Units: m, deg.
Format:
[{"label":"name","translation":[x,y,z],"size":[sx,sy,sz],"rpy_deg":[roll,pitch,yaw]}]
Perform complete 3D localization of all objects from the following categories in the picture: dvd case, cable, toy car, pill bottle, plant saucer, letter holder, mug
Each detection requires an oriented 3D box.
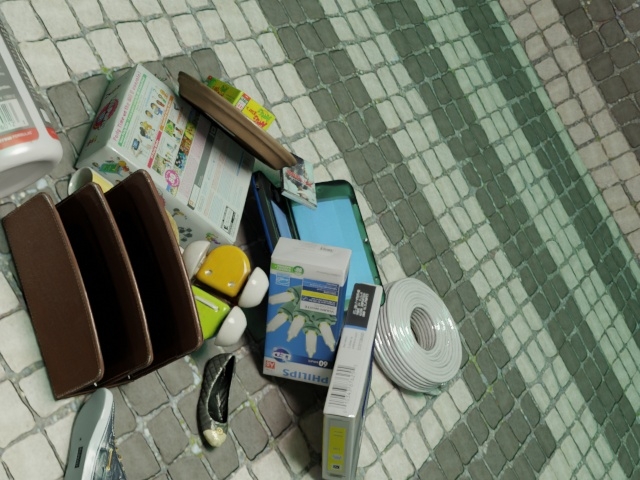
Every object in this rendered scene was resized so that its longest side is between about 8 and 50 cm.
[{"label":"dvd case","translation":[-0.046,-0.123,2.002],"size":[0.087,0.013,0.119],"rpy_deg":[27,43,-34]},{"label":"cable","translation":[0.204,0.208,2.215],"size":[0.257,0.089,0.257],"rpy_deg":[11,60,-47]},{"label":"toy car","translation":[-0.190,0.100,1.764],"size":[0.159,0.136,0.182],"rpy_deg":[28,69,1]},{"label":"pill bottle","translation":[-0.546,-0.242,1.478],"size":[0.210,0.210,0.363],"rpy_deg":[-23,86,-54]},{"label":"plant saucer","translation":[-0.164,-0.218,1.896],"size":[0.278,0.041,0.278],"rpy_deg":[38,-2,2]},{"label":"letter holder","translation":[-0.330,0.060,1.547],"size":[0.152,0.214,0.302],"rpy_deg":[-6,74,-52]},{"label":"mug","translation":[-0.382,-0.079,1.705],"size":[0.064,0.062,0.078],"rpy_deg":[28,40,-49]}]

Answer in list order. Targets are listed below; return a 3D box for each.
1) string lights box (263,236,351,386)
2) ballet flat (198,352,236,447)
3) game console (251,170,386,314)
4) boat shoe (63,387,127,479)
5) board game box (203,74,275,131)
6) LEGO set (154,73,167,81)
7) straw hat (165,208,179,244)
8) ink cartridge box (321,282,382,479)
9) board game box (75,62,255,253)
[{"label":"string lights box","translation":[-0.026,0.131,1.821],"size":[0.077,0.133,0.260],"rpy_deg":[-69,167,-58]},{"label":"ballet flat","translation":[-0.176,0.272,1.741],"size":[0.057,0.049,0.173],"rpy_deg":[28,48,-37]},{"label":"game console","translation":[0.000,0.000,2.012],"size":[0.250,0.173,0.293],"rpy_deg":[49,23,-74]},{"label":"boat shoe","translation":[-0.328,0.320,1.516],"size":[0.083,0.065,0.183],"rpy_deg":[34,54,-38]},{"label":"board game box","translation":[-0.169,-0.272,2.006],"size":[0.092,0.043,0.181],"rpy_deg":[36,0,-32]},{"label":"LEGO set","translation":[-0.332,-0.297,1.940],"size":[0.083,0.023,0.054],"rpy_deg":[-7,71,-39]},{"label":"straw hat","translation":[-0.314,0.007,1.730],"size":[0.144,0.061,0.145],"rpy_deg":[2,87,-47]},{"label":"ink cartridge box","translation":[0.057,0.290,1.907],"size":[0.072,0.307,0.304],"rpy_deg":[10,47,4]},{"label":"board game box","translation":[-0.274,-0.142,1.846],"size":[0.303,0.097,0.224],"rpy_deg":[40,41,-30]}]
